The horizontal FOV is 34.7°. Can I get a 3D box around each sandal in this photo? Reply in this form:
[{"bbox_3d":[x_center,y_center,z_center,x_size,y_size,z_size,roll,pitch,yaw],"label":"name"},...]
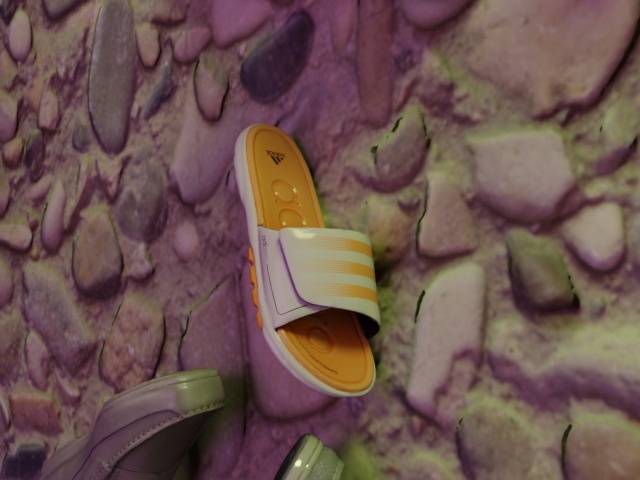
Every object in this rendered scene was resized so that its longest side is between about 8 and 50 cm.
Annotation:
[{"bbox_3d":[-0.009,-0.001,0.845,0.076,0.102,0.265,-41,57,41],"label":"sandal"}]

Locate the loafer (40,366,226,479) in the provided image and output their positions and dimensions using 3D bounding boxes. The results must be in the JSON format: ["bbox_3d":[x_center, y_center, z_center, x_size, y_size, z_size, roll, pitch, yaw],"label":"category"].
[{"bbox_3d":[-0.181,0.220,1.016,0.319,0.112,0.111,-44,62,45],"label":"loafer"}]

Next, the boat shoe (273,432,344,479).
[{"bbox_3d":[-0.023,0.317,0.845,0.118,0.103,0.320,-63,-14,-85],"label":"boat shoe"}]
